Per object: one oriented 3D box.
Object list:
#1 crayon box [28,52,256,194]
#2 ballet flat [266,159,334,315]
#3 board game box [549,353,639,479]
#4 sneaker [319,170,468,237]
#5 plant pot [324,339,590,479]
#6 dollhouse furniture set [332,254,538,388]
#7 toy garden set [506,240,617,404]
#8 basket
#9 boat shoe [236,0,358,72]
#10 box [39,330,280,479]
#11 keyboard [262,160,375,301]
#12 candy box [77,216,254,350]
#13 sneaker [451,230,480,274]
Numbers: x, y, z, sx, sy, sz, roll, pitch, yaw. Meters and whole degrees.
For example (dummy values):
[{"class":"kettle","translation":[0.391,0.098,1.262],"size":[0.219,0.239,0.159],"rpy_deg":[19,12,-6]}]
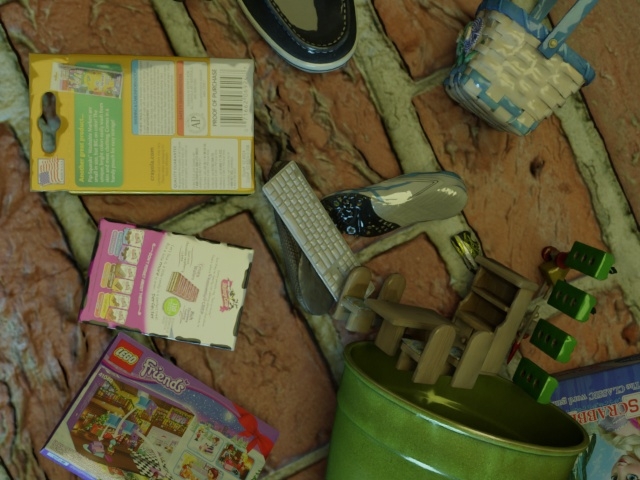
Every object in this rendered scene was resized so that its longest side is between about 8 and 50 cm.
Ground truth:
[{"class":"crayon box","translation":[-0.262,-0.169,1.379],"size":[0.323,0.083,0.203],"rpy_deg":[0,90,-13]},{"class":"ballet flat","translation":[-0.035,-0.003,1.446],"size":[0.084,0.058,0.249],"rpy_deg":[-24,102,-40]},{"class":"board game box","translation":[0.522,0.358,1.555],"size":[0.319,0.066,0.317],"rpy_deg":[-11,92,-12]},{"class":"sneaker","translation":[0.113,-0.063,1.471],"size":[0.237,0.086,0.085],"rpy_deg":[-7,120,-1]},{"class":"plant pot","translation":[0.154,0.379,1.355],"size":[0.367,0.366,0.352],"rpy_deg":[16,98,-12]},{"class":"dollhouse furniture set","translation":[0.186,0.102,1.400],"size":[0.242,0.212,0.161],"rpy_deg":[12,104,-37]},{"class":"toy garden set","translation":[0.375,0.121,1.467],"size":[0.049,0.204,0.244],"rpy_deg":[23,95,-12]},{"class":"basket","translation":[0.332,-0.309,1.421],"size":[0.201,0.255,0.289],"rpy_deg":[42,93,-7]},{"class":"boat shoe","translation":[-0.064,-0.495,1.387],"size":[0.187,0.156,0.499],"rpy_deg":[-18,95,-13]},{"class":"box","translation":[-0.229,0.297,1.364],"size":[0.293,0.057,0.201],"rpy_deg":[35,61,-10]},{"class":"keyboard","translation":[0.000,0.000,1.427],"size":[0.072,0.014,0.256],"rpy_deg":[-48,115,-33]},{"class":"candy box","translation":[-0.230,0.066,1.391],"size":[0.234,0.071,0.159],"rpy_deg":[13,87,-11]},{"class":"sneaker","translation":[0.249,0.021,1.514],"size":[0.035,0.031,0.083],"rpy_deg":[-35,98,-13]}]
